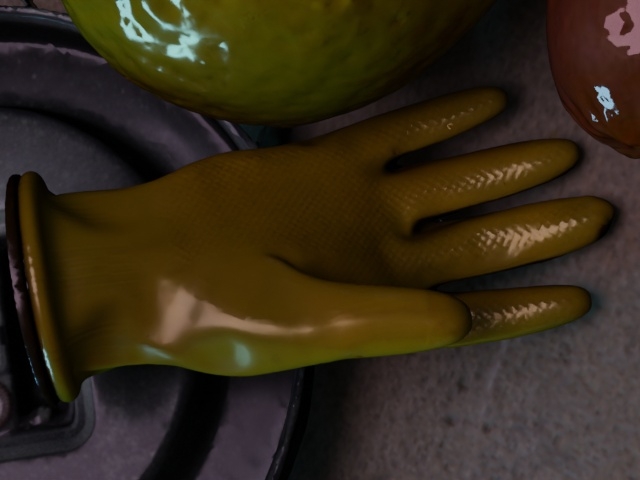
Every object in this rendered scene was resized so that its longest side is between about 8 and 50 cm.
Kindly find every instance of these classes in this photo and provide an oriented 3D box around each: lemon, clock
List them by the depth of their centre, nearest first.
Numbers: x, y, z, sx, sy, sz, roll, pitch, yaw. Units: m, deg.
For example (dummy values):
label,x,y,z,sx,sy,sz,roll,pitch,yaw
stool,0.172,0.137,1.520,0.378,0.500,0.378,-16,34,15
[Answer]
label,x,y,z,sx,sy,sz,roll,pitch,yaw
lemon,-0.014,-0.181,0.819,0.267,0.267,0.267,-3,86,36
clock,-0.188,0.059,0.946,0.386,0.076,0.386,-2,78,10

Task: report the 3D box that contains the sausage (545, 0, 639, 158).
label,x,y,z,sx,sy,sz,roll,pitch,yaw
sausage,0.164,-0.166,0.776,0.113,0.113,0.259,5,87,37

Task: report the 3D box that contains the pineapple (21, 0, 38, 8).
label,x,y,z,sx,sy,sz,roll,pitch,yaw
pineapple,-0.198,-0.046,1.081,0.221,0.047,0.221,-2,86,40

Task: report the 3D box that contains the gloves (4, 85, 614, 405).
label,x,y,z,sx,sy,sz,roll,pitch,yaw
gloves,0.000,-0.001,0.842,0.294,0.116,0.133,-10,84,-2
